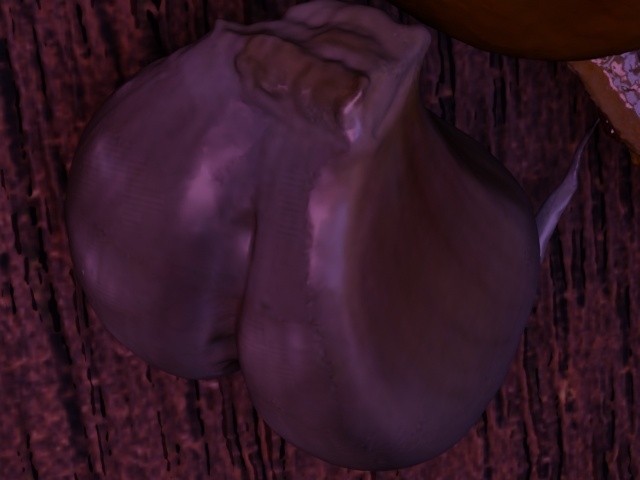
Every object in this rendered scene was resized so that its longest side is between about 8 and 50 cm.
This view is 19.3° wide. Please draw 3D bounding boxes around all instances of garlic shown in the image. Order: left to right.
[{"bbox_3d":[0.000,0.000,1.101,0.340,0.231,0.246,14,89,-61],"label":"garlic"}]

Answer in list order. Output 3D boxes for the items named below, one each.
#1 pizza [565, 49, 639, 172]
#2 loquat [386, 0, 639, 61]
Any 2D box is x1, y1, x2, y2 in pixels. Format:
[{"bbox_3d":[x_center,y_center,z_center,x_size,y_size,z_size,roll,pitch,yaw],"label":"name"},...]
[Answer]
[{"bbox_3d":[0.239,-0.071,1.200,0.305,0.161,0.085,39,127,-22],"label":"pizza"},{"bbox_3d":[0.126,-0.255,0.996,0.328,0.328,0.329,-6,106,-21],"label":"loquat"}]
